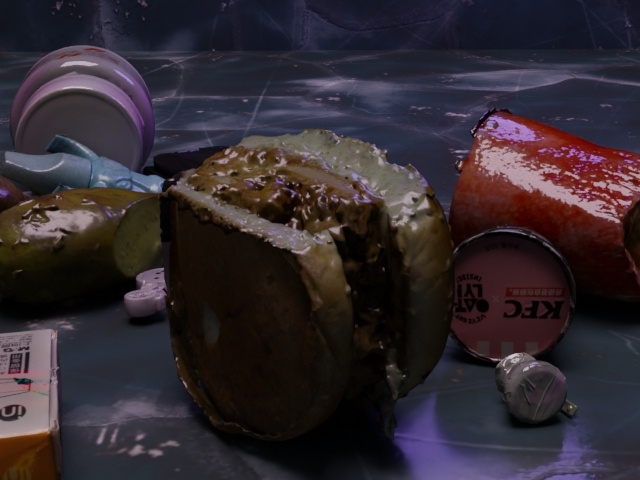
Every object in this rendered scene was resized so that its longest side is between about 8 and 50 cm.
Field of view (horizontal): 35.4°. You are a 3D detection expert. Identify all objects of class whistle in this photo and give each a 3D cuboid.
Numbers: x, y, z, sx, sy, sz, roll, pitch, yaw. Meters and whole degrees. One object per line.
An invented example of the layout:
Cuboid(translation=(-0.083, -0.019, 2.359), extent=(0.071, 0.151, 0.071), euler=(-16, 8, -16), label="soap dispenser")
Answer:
Cuboid(translation=(-0.340, -0.078, 1.504), extent=(0.274, 0.093, 0.186), euler=(16, 23, -25), label="whistle")

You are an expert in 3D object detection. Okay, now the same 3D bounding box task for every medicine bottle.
Cuboid(translation=(-0.403, -0.193, 1.706), extent=(0.241, 0.241, 0.302), euler=(-4, 21, -10), label="medicine bottle")

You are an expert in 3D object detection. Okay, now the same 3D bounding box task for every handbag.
Cuboid(translation=(-0.136, -0.090, 1.648), extent=(0.244, 0.088, 0.275), euler=(-11, 21, -35), label="handbag")

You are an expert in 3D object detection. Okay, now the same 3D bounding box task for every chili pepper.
Cuboid(translation=(0.329, -0.045, 1.295), extent=(0.305, 0.229, 0.251), euler=(13, 7, 36), label="chili pepper")

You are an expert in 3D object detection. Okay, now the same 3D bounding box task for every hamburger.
Cuboid(translation=(-0.028, 0.051, 0.970), extent=(0.195, 0.277, 0.318), euler=(-20, 32, -33), label="hamburger")

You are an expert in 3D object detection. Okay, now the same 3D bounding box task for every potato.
Cuboid(translation=(-0.306, -0.004, 1.327), extent=(0.176, 0.141, 0.298), euler=(22, 31, 39), label="potato")

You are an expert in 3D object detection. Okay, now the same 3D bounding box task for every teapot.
Cuboid(translation=(0.216, 0.149, 1.011), extent=(0.083, 0.064, 0.064), euler=(28, 6, -15), label="teapot")

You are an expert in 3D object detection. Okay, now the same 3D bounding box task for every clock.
Cuboid(translation=(-0.201, 0.065, 1.277), extent=(0.087, 0.041, 0.129), euler=(-1, 15, 10), label="clock")

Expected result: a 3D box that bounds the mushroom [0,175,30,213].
Cuboid(translation=(-0.486, -0.043, 1.358), extent=(0.151, 0.156, 0.286), euler=(8, -6, 41), label="mushroom")

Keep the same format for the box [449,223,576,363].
Cuboid(translation=(0.216, 0.051, 1.152), extent=(0.151, 0.151, 0.135), euler=(4, 13, 14), label="box")

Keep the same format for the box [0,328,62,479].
Cuboid(translation=(-0.371, 0.172, 0.915), extent=(0.274, 0.091, 0.221), euler=(-5, 21, -11), label="box")
